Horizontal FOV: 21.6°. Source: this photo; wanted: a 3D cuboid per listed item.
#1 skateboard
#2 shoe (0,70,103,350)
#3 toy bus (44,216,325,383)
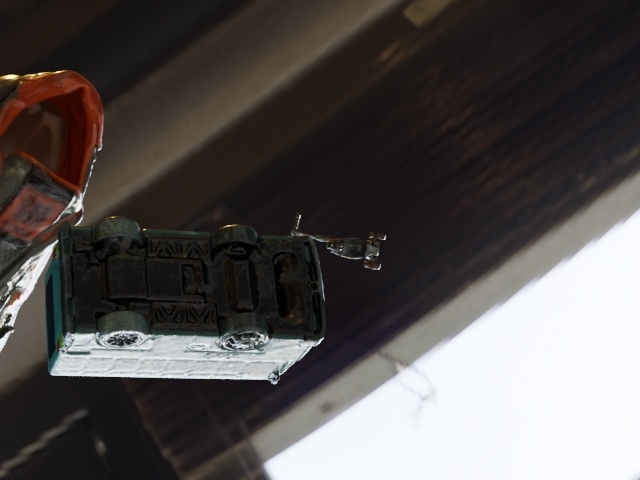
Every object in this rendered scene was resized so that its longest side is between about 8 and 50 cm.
[{"bbox_3d":[0.000,0.000,1.287,0.064,0.083,0.032,6,-85,-52],"label":"skateboard"},{"bbox_3d":[-0.259,-0.005,1.349,0.132,0.171,0.336,35,-120,-23],"label":"shoe"},{"bbox_3d":[-0.085,0.040,1.028,0.160,0.079,0.092,2,-27,-19],"label":"toy bus"}]
